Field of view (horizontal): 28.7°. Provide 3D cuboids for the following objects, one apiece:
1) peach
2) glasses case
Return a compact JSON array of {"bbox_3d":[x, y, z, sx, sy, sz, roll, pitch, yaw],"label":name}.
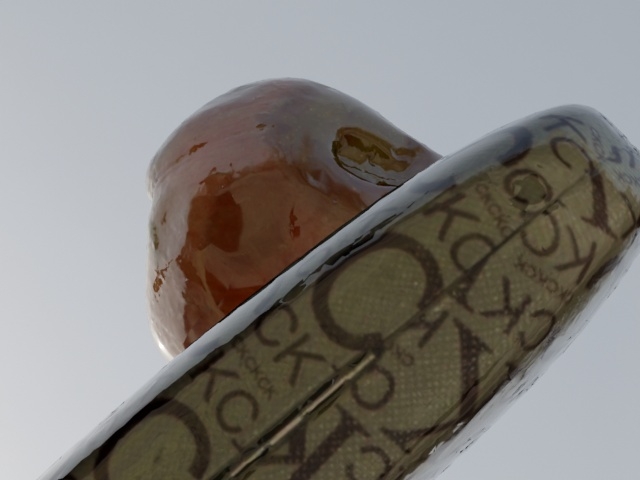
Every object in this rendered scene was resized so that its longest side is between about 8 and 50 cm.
[{"bbox_3d":[0.000,0.000,0.817,0.236,0.214,0.214,-1,-66,-15],"label":"peach"},{"bbox_3d":[-0.034,0.085,0.419,0.355,0.137,0.085,-42,-99,8],"label":"glasses case"}]
